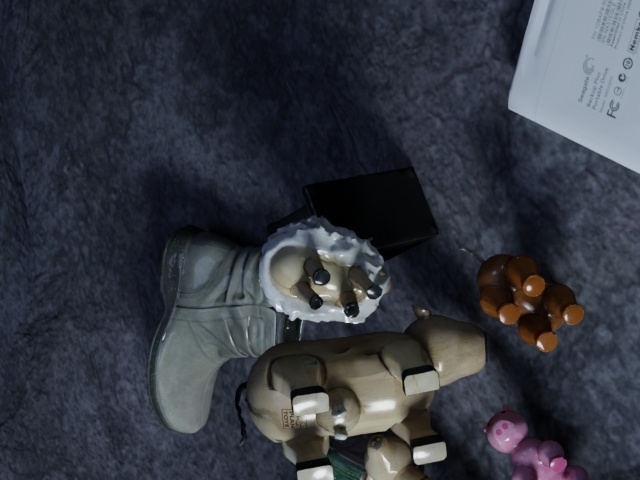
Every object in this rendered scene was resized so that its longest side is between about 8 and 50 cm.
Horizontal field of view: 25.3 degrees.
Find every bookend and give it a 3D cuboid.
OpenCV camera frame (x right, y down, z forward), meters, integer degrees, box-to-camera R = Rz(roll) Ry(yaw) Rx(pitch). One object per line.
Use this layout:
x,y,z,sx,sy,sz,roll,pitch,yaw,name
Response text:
0.000,0.000,1.355,0.157,0.156,0.072,-29,79,42,bookend

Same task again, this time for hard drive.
0.311,-0.148,1.097,0.353,0.047,0.233,33,119,41,hard drive

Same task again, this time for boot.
-0.097,0.111,1.518,0.161,0.083,0.246,17,110,32,boot

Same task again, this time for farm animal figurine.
0.078,0.145,1.271,0.172,0.327,0.330,-125,44,-67,farm animal figurine

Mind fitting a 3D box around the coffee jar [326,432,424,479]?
0.039,0.290,1.427,0.096,0.079,0.184,23,113,29,coffee jar
